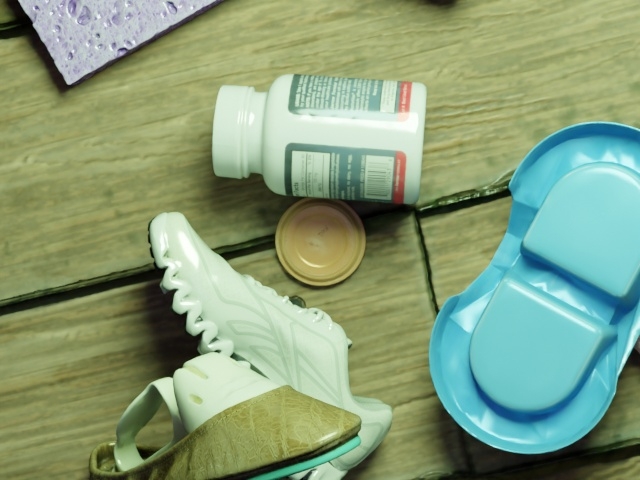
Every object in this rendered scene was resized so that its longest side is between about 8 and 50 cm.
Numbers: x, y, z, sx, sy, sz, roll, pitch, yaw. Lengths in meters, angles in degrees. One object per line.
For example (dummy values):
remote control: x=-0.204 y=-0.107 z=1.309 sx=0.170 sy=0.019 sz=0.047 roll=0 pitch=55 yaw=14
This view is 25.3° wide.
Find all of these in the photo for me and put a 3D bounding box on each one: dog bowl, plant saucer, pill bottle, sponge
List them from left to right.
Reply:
sponge: x=-0.165 y=-0.240 z=1.285 sx=0.210 sy=0.031 sz=0.117 roll=-29 pitch=91 yaw=5
plant saucer: x=0.000 y=0.000 z=1.298 sx=0.083 sy=0.013 sz=0.083 roll=0 pitch=93 yaw=3
pill bottle: x=0.000 y=-0.091 z=1.246 sx=0.180 sy=0.108 sz=0.108 roll=5 pitch=94 yaw=4
dog bowl: x=0.214 y=0.042 z=1.242 sx=0.166 sy=0.074 sz=0.297 roll=29 pitch=95 yaw=16

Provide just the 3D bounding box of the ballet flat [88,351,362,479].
ballet flat: x=-0.102 y=0.168 z=1.203 sx=0.342 sy=0.116 sz=0.124 roll=-33 pitch=77 yaw=48

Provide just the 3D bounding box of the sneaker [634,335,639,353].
sneaker: x=0.313 y=0.101 z=1.256 sx=0.051 sy=0.070 sz=0.134 roll=-38 pitch=89 yaw=7

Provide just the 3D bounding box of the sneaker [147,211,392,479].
sneaker: x=-0.047 y=0.086 z=1.269 sx=0.118 sy=0.110 sz=0.292 roll=-36 pitch=99 yaw=-2
